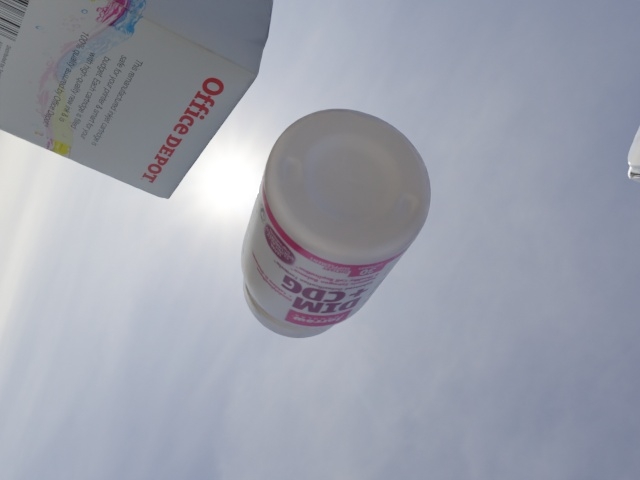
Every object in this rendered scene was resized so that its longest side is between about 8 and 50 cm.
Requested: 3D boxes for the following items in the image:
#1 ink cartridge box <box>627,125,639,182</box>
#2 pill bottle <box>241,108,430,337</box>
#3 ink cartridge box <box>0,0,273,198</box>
[{"bbox_3d":[0.436,-0.098,0.601,0.129,0.307,0.223,-79,-170,-86],"label":"ink cartridge box"},{"bbox_3d":[0.000,0.000,0.841,0.283,0.160,0.160,116,-21,-63],"label":"pill bottle"},{"bbox_3d":[-0.127,-0.132,0.432,0.128,0.176,0.127,-41,-148,46],"label":"ink cartridge box"}]
